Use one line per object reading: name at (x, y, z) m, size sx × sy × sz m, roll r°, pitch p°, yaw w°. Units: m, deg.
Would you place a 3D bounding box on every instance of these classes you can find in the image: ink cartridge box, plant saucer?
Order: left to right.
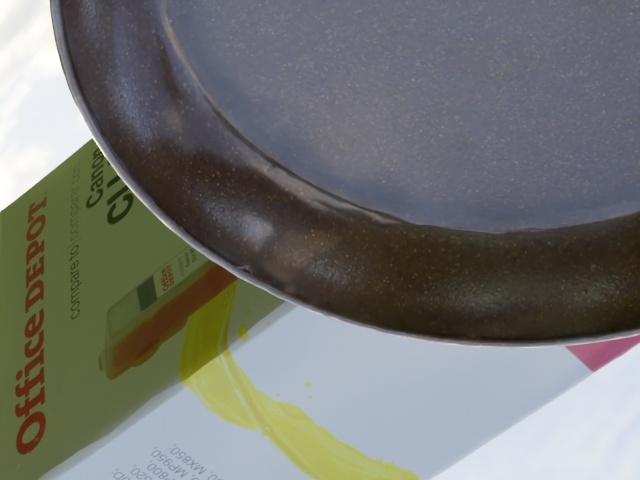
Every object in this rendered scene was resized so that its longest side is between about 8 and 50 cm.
ink cartridge box at (0.000, 0.000, 0.971) m, size 0.385 × 0.160 × 0.279 m, roll -37°, pitch -146°, yaw 20°
plant saucer at (0.064, -0.080, 0.600) m, size 0.311 × 0.310 × 0.050 m, roll -32°, pitch -147°, yaw 34°
